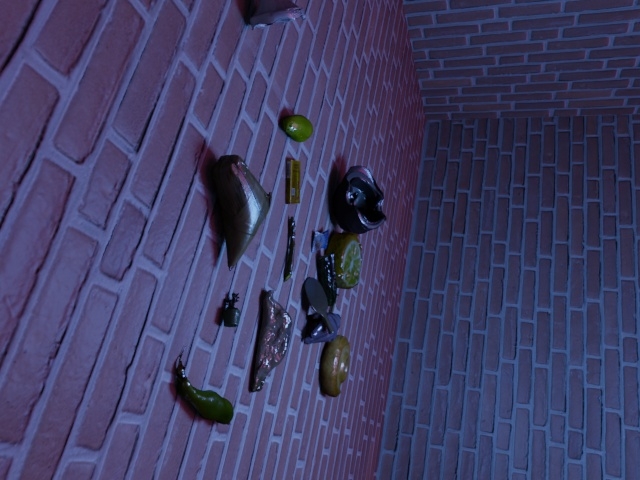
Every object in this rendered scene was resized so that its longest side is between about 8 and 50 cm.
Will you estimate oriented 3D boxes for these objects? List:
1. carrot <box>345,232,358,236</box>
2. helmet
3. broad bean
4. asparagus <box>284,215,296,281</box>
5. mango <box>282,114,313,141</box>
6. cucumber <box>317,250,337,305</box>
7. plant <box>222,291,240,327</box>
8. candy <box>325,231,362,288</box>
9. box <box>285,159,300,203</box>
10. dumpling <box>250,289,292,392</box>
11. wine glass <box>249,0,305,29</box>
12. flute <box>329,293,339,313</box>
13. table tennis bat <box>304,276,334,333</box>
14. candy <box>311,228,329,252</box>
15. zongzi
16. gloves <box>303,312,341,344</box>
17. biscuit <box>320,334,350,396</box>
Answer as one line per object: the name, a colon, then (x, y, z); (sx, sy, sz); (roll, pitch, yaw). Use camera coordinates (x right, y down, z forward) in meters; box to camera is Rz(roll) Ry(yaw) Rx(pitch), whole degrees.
carrot: (0.158, -0.028, 2.481); (0.224, 0.057, 0.057); (-31, 122, -69)
helmet: (0.153, -0.162, 2.246); (0.225, 0.177, 0.305); (14, 57, -36)
broad bean: (-0.295, 0.411, 1.333); (0.098, 0.056, 0.318); (-67, 150, -41)
asparagus: (-0.106, 0.032, 1.815); (0.034, 0.027, 0.236); (11, 83, -57)
mango: (-0.077, -0.388, 1.761); (0.165, 0.074, 0.091); (-15, 109, -68)
cucumber: (0.034, 0.168, 2.139); (0.077, 0.077, 0.265); (-49, 136, -58)
plant: (-0.250, 0.191, 1.432); (0.051, 0.051, 0.102); (53, 31, -60)
candy: (0.106, 0.090, 2.262); (0.260, 0.118, 0.259); (2, 90, -67)
box: (-0.096, -0.207, 1.811); (0.089, 0.022, 0.156); (-17, 109, -67)
dumpling: (-0.147, 0.334, 1.681); (0.166, 0.086, 0.332); (22, 76, -66)
wine glass: (-0.136, -0.713, 1.445); (0.165, 0.165, 0.196); (-49, 134, -59)
flute: (0.045, 0.340, 2.263); (0.027, 0.027, 0.233); (66, 34, -51)
table tennis bat: (-0.002, 0.255, 2.003); (0.131, 0.022, 0.234); (-12, 77, -61)
candy: (0.000, -0.001, 2.085); (0.136, 0.038, 0.088); (-12, 118, -61)
zongzi: (-0.240, -0.074, 1.355); (0.256, 0.115, 0.228); (-66, 149, -21)
gloves: (0.012, 0.349, 2.095); (0.142, 0.119, 0.285); (61, 27, 2)
biscuit: (0.071, 0.549, 2.276); (0.213, 0.091, 0.274); (68, 34, -52)
